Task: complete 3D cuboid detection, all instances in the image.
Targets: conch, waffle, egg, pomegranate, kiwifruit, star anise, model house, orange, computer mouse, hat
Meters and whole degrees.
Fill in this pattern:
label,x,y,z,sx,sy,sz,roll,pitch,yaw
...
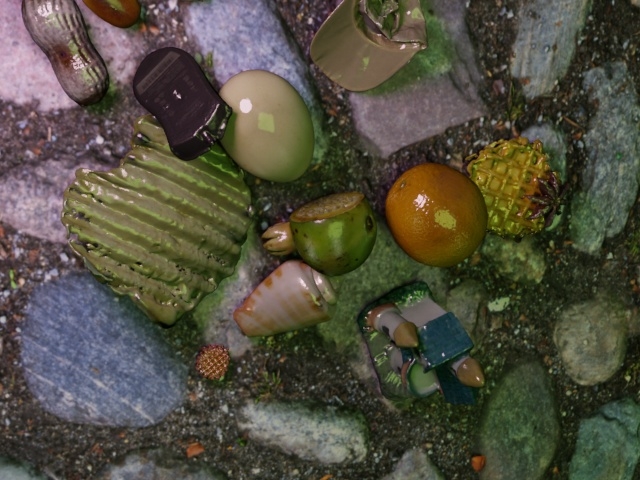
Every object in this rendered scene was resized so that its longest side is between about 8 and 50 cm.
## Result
label,x,y,z,sx,sy,sz,roll,pitch,yaw
conch,-0.059,0.140,1.911,0.255,0.127,0.158,-35,114,-7
waffle,-0.239,0.270,1.937,0.075,0.029,0.083,14,97,-25
egg,-0.109,-0.227,1.758,0.188,0.188,0.254,-40,121,-5
pomegranate,0.008,0.002,1.861,0.240,0.190,0.159,-19,108,-14
kiwifruit,-0.400,-0.456,1.656,0.124,0.075,0.075,36,91,-28
star anise,0.540,-0.097,2.046,0.141,0.042,0.141,-8,106,-29
model house,0.250,0.274,1.950,0.194,0.325,0.267,-25,111,-13
orange,0.257,-0.056,1.921,0.236,0.236,0.237,-5,106,-18
computer mouse,-0.261,-0.266,1.698,0.147,0.264,0.088,-41,150,13
waffle,0.452,-0.111,2.056,0.280,0.060,0.262,-30,110,-13
hat,0.097,-0.457,1.836,0.244,0.149,0.214,-30,126,30

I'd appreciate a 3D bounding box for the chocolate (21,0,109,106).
label,x,y,z,sx,sy,sz,roll,pitch,yaw
chocolate,-0.478,-0.368,1.634,0.110,0.110,0.248,-31,110,-9

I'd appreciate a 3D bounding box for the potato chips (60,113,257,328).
label,x,y,z,sx,sy,sz,roll,pitch,yaw
potato chips,-0.315,-0.039,1.789,0.373,0.097,0.389,-45,112,-14
